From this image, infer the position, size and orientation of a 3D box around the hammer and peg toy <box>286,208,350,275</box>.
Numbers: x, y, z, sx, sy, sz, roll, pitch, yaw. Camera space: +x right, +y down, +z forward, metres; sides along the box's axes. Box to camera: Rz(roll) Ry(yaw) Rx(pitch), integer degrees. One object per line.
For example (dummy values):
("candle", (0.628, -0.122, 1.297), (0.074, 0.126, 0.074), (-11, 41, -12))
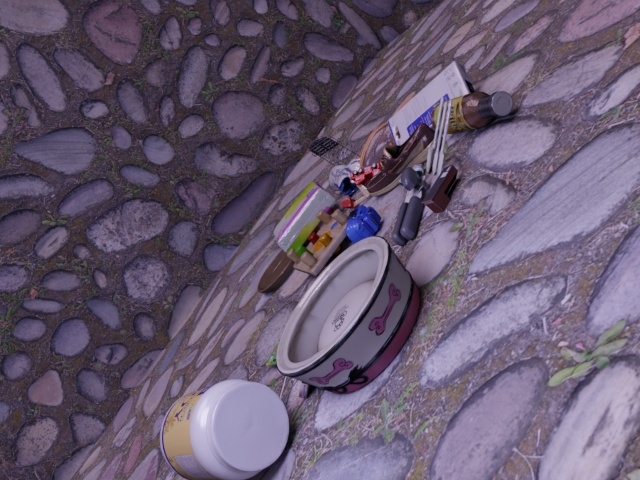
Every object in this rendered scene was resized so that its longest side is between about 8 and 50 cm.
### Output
("hammer and peg toy", (0.000, 0.000, 2.163), (0.266, 0.127, 0.361), (-53, 15, -8))

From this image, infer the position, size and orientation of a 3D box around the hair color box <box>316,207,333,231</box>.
("hair color box", (0.013, -0.096, 2.513), (0.072, 0.043, 0.141), (-46, 15, 22))

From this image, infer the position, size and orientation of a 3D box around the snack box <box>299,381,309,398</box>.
("snack box", (-0.022, 0.332, 1.604), (0.178, 0.022, 0.064), (-68, -10, -48))

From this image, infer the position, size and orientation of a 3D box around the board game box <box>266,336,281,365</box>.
("board game box", (-0.079, 0.288, 1.900), (0.259, 0.039, 0.124), (-56, 15, -28))

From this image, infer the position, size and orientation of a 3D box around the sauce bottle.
("sauce bottle", (0.451, -0.389, 1.803), (0.111, 0.111, 0.344), (-53, 14, -7))

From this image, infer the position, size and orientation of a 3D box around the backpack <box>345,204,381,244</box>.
("backpack", (0.137, -0.048, 1.943), (0.101, 0.098, 0.120), (-32, 23, 41))

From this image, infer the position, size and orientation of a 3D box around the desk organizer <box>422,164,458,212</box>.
("desk organizer", (0.341, -0.142, 1.660), (0.130, 0.050, 0.047), (-56, 16, -17))

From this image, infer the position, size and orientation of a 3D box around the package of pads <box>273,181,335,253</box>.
("package of pads", (-0.074, -0.097, 2.492), (0.297, 0.101, 0.229), (-52, 15, 5))

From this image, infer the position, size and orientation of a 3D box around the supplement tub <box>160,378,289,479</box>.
("supplement tub", (-0.249, 0.488, 1.534), (0.331, 0.241, 0.241), (-32, 24, 51))

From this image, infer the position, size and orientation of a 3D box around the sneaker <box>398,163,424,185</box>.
("sneaker", (0.305, -0.221, 1.984), (0.098, 0.038, 0.069), (-27, 25, 36))

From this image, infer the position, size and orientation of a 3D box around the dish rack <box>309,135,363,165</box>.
("dish rack", (0.093, -0.366, 2.504), (0.208, 0.271, 0.074), (-22, 45, 62))

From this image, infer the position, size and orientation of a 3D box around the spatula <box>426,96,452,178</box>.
("spatula", (0.360, -0.313, 1.830), (0.168, 0.019, 0.242), (-89, 4, -72))

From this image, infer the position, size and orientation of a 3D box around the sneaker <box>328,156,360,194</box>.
("sneaker", (0.099, -0.247, 2.493), (0.131, 0.111, 0.296), (-63, 16, -22))

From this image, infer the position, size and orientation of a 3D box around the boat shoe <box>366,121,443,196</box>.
("boat shoe", (0.263, -0.283, 2.073), (0.342, 0.123, 0.123), (-37, 20, 41))

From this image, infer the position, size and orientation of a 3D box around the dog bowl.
("dog bowl", (0.075, 0.192, 1.467), (0.408, 0.150, 0.408), (-45, 17, 18))

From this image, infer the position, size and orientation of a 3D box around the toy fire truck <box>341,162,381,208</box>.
("toy fire truck", (0.163, -0.203, 2.255), (0.192, 0.047, 0.135), (-16, 74, 36))

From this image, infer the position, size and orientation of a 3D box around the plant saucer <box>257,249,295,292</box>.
("plant saucer", (-0.168, 0.116, 2.548), (0.278, 0.041, 0.278), (-47, 16, 18))

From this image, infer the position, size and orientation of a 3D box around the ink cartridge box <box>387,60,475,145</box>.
("ink cartridge box", (0.385, -0.452, 2.095), (0.332, 0.065, 0.166), (-37, 53, 36))

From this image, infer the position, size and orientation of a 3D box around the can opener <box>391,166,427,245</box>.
("can opener", (0.250, -0.110, 1.764), (0.076, 0.095, 0.284), (-38, 20, 42))

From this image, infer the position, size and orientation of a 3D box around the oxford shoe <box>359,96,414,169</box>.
("oxford shoe", (0.286, -0.390, 2.263), (0.364, 0.130, 0.133), (-51, 23, 8))
